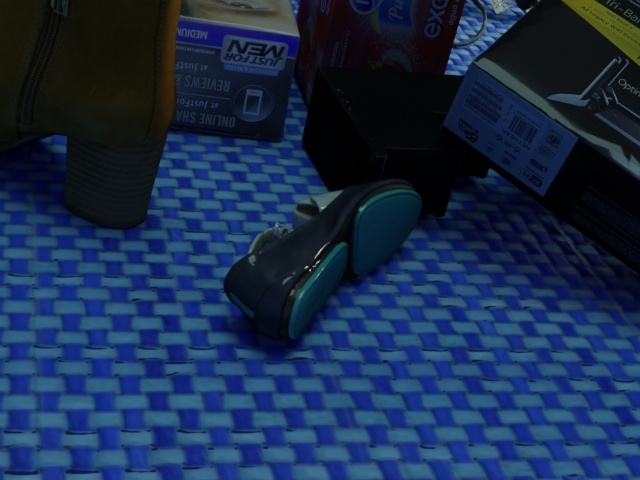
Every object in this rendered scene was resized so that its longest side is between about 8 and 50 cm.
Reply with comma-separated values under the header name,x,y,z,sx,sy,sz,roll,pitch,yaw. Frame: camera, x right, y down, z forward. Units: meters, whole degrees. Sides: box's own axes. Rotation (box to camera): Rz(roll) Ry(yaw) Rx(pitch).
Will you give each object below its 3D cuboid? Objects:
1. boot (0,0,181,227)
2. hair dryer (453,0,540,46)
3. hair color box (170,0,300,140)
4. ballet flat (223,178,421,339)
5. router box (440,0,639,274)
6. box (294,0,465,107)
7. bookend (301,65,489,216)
name,x,y,z,sx,sy,sz,roll,pitch,yaw
boot,-0.221,-0.153,0.847,0.295,0.211,0.104,24,31,22
hair dryer,0.150,-0.365,1.359,0.223,0.080,0.293,-19,70,-45
hair color box,-0.130,-0.221,1.103,0.185,0.110,0.339,6,32,-11
ballet flat,0.000,0.000,0.808,0.074,0.074,0.203,24,34,20
router box,0.285,-0.081,0.897,0.309,0.081,0.243,38,53,13
box,0.060,-0.248,1.061,0.122,0.257,0.128,5,30,-15
bookend,0.084,-0.073,0.955,0.157,0.072,0.156,0,33,-20
